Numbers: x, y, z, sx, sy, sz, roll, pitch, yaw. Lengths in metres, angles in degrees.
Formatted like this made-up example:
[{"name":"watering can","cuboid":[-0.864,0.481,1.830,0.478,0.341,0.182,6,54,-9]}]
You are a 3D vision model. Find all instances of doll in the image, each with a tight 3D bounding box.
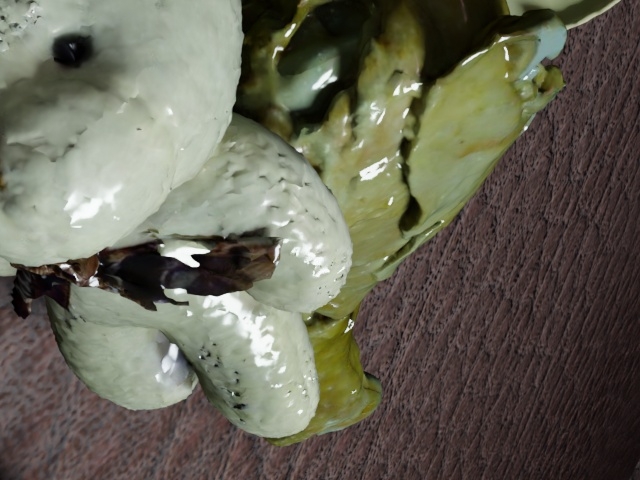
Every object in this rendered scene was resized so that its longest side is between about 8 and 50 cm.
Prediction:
[{"name":"doll","cuboid":[-0.081,-0.005,0.402,0.175,0.149,0.278,-19,133,2]}]

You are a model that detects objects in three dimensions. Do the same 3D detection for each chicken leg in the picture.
[{"name":"chicken leg","cuboid":[0.000,0.000,0.585,0.429,0.201,0.153,95,-8,-52]}]

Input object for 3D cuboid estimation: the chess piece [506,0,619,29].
[{"name":"chess piece","cuboid":[0.187,-0.313,0.587,0.442,0.234,0.234,-45,147,-37]}]
